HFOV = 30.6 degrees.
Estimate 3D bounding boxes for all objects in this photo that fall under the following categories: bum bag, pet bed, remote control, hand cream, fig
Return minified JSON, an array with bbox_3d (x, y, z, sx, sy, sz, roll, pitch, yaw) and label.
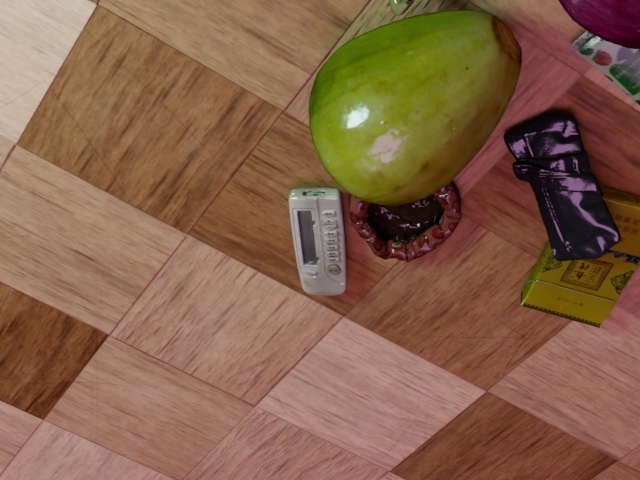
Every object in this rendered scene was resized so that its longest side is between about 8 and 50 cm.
[{"bbox_3d":[0.385,-0.082,1.851,0.123,0.060,0.248,-16,111,28],"label":"bum bag"},{"bbox_3d":[0.140,-0.052,1.954,0.201,0.053,0.201,2,128,3],"label":"pet bed"},{"bbox_3d":[0.000,0.001,2.022,0.090,0.049,0.230,1,133,8],"label":"remote control"},{"bbox_3d":[0.497,-0.229,1.742,0.276,0.059,0.095,38,124,-18],"label":"hand cream"},{"bbox_3d":[0.143,-0.200,1.691,0.326,0.258,0.258,-32,122,14],"label":"fig"}]

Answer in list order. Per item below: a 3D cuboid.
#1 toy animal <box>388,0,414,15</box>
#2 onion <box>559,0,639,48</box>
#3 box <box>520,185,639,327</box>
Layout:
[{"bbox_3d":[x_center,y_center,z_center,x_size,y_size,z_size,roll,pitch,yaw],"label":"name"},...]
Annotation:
[{"bbox_3d":[0.149,-0.423,1.603,0.101,0.103,0.219,44,132,1],"label":"toy animal"},{"bbox_3d":[0.388,-0.436,1.431,0.385,0.347,0.348,44,132,14],"label":"onion"},{"bbox_3d":[0.461,0.027,1.988,0.153,0.041,0.279,14,132,-6],"label":"box"}]
